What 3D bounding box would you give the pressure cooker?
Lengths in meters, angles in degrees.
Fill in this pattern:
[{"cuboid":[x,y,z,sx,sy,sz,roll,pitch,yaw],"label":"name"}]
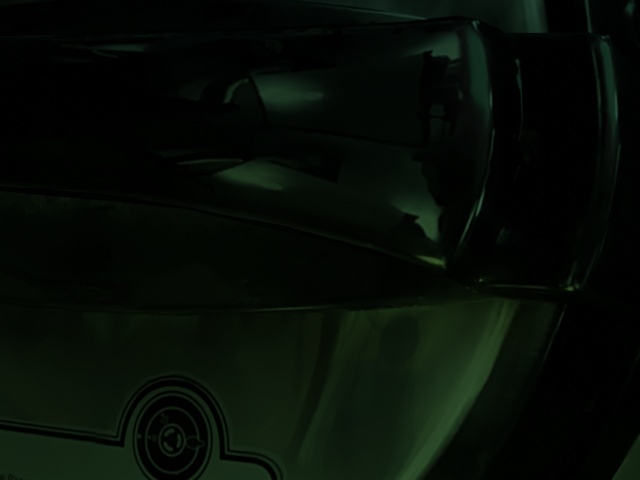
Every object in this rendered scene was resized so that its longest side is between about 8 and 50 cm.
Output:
[{"cuboid":[-0.001,-0.006,0.719,0.420,0.370,0.375,18,35,-56],"label":"pressure cooker"}]
